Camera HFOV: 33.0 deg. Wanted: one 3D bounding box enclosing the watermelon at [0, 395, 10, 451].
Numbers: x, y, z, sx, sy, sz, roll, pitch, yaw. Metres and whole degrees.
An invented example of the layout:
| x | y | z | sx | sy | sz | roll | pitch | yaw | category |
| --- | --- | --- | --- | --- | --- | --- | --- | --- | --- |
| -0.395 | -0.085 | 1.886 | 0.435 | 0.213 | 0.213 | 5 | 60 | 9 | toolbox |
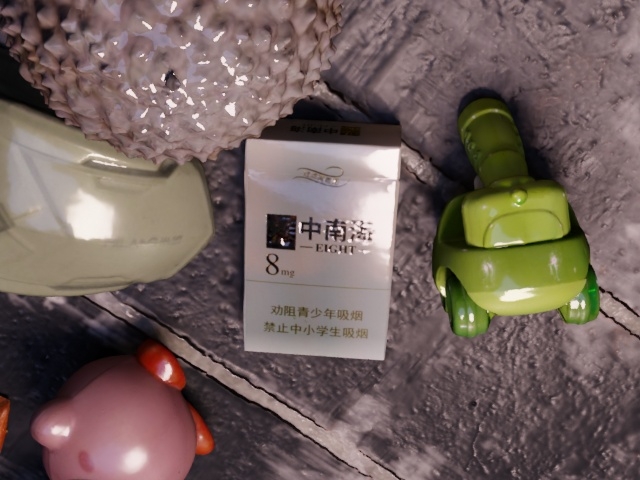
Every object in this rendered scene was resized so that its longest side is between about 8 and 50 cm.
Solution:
| x | y | z | sx | sy | sz | roll | pitch | yaw | category |
| --- | --- | --- | --- | --- | --- | --- | --- | --- | --- |
| -0.394 | 0.213 | 1.240 | 0.094 | 0.125 | 0.135 | -37 | 142 | -12 | watermelon |

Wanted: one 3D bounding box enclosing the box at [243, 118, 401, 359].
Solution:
| x | y | z | sx | sy | sz | roll | pitch | yaw | category |
| --- | --- | --- | --- | --- | --- | --- | --- | --- | --- |
| 0.000 | 0.000 | 1.100 | 0.155 | 0.067 | 0.243 | 4 | 116 | 0 | box |

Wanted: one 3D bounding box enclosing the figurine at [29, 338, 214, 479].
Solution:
| x | y | z | sx | sy | sz | roll | pitch | yaw | category |
| --- | --- | --- | --- | --- | --- | --- | --- | --- | --- |
| -0.216 | 0.208 | 1.157 | 0.173 | 0.173 | 0.173 | 2 | 116 | 3 | figurine |

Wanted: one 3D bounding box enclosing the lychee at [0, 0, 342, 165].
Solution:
| x | y | z | sx | sy | sz | roll | pitch | yaw | category |
| --- | --- | --- | --- | --- | --- | --- | --- | --- | --- |
| -0.132 | -0.195 | 0.905 | 0.300 | 0.300 | 0.300 | 2 | 116 | 3 | lychee |

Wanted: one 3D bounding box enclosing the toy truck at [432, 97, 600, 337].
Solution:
| x | y | z | sx | sy | sz | roll | pitch | yaw | category |
| --- | --- | --- | --- | --- | --- | --- | --- | --- | --- |
| 0.176 | -0.010 | 1.014 | 0.148 | 0.187 | 0.210 | -6 | 115 | 1 | toy truck |

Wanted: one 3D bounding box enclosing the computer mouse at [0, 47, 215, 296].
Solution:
| x | y | z | sx | sy | sz | roll | pitch | yaw | category |
| --- | --- | --- | --- | --- | --- | --- | --- | --- | --- |
| -0.312 | -0.062 | 1.052 | 0.429 | 0.145 | 0.228 | 18 | 118 | -4 | computer mouse |
